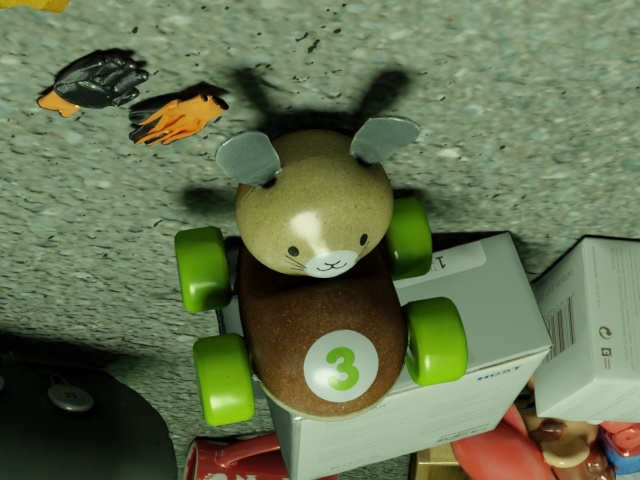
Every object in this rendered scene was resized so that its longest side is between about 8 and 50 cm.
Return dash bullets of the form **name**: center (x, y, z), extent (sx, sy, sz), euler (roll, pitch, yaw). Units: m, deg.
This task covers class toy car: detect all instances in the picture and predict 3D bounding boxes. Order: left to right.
- **toy car**: center (0.000, 0.000, 0.637), extent (0.155, 0.149, 0.188), euler (-9, 147, -9)

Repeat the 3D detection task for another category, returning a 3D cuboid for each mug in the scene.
- **mug**: center (-0.070, 0.276, 1.370), extent (0.169, 0.150, 0.113), euler (10, -168, -13)

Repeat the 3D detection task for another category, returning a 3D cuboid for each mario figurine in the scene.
- **mario figurine**: center (0.271, 0.141, 1.037), extent (0.321, 0.170, 0.198), euler (-11, 121, 0)

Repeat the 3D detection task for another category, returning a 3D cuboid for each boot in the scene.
- **boot**: center (-0.308, 0.175, 0.845), extent (0.445, 0.367, 0.146), euler (21, 107, -34)

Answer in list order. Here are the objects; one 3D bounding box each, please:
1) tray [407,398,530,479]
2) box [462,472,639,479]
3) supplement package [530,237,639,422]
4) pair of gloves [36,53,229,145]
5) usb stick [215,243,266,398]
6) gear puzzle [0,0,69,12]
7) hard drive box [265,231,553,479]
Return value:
- **tray**: center (0.207, 0.267, 1.350), extent (0.203, 0.076, 0.411), euler (-1, 157, 3)
- **box**: center (0.257, 0.323, 1.225), extent (0.231, 0.126, 0.262), euler (1, 158, -1)
- **supplement package**: center (0.253, 0.070, 0.827), extent (0.179, 0.105, 0.105), euler (5, 156, -11)
- **pair of gloves**: center (-0.098, -0.073, 0.608), extent (0.083, 0.010, 0.074), euler (22, 150, -37)
- **usb stick**: center (-0.042, 0.070, 0.906), extent (0.077, 0.045, 0.278), euler (-1, 157, -2)
- **gear puzzle**: center (-0.087, -0.159, 0.353), extent (0.176, 0.044, 0.339), euler (8, 156, -19)
- **hard drive box**: center (0.053, 0.098, 0.859), extent (0.181, 0.089, 0.232), euler (-15, 159, -8)
